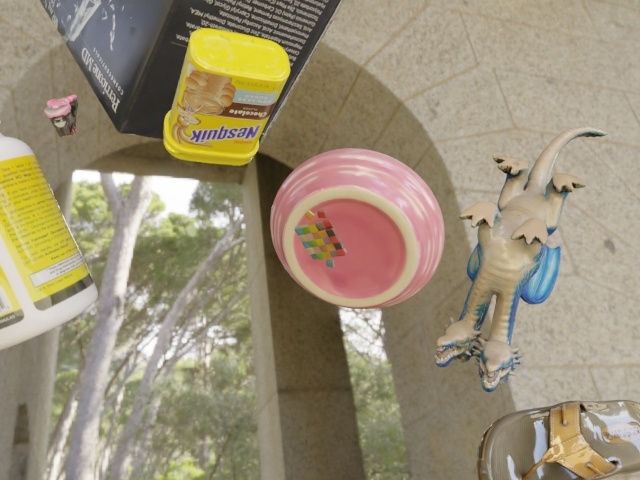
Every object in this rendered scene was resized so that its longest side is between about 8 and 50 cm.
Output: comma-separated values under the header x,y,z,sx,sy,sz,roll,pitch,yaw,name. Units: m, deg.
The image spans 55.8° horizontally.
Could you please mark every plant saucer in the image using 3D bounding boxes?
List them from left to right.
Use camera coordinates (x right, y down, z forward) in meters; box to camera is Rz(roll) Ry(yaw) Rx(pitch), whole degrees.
x,y,z,sx,sy,sz,roll,pitch,yaw,name
0.060,-0.001,1.119,0.331,0.084,0.333,6,-60,11,plant saucer

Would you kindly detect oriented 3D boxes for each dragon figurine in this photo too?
x,y,z,sx,sy,sz,roll,pitch,yaw,name
0.188,0.003,0.578,0.085,0.289,0.144,19,-41,24,dragon figurine

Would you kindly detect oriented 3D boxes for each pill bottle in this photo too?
x,y,z,sx,sy,sz,roll,pitch,yaw,name
-0.470,-0.027,0.858,0.187,0.334,0.188,-20,10,4,pill bottle

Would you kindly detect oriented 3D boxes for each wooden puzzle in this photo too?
x,y,z,sx,sy,sz,roll,pitch,yaw,name
0.000,0.000,0.713,0.049,0.006,0.083,-11,-59,32,wooden puzzle

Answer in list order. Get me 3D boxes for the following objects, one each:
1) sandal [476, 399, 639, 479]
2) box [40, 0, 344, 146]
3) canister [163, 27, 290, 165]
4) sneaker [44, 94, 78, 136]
x,y,z,sx,sy,sz,roll,pitch,yaw,name
0.236,0.186,0.543,0.219,0.090,0.060,-3,-32,-20,sandal
-0.213,-0.486,1.009,0.297,0.480,0.472,-1,-46,-46,box
-0.120,-0.173,0.751,0.126,0.074,0.170,3,-29,-23,canister
-0.414,-0.200,0.979,0.047,0.119,0.057,-16,-62,-4,sneaker
